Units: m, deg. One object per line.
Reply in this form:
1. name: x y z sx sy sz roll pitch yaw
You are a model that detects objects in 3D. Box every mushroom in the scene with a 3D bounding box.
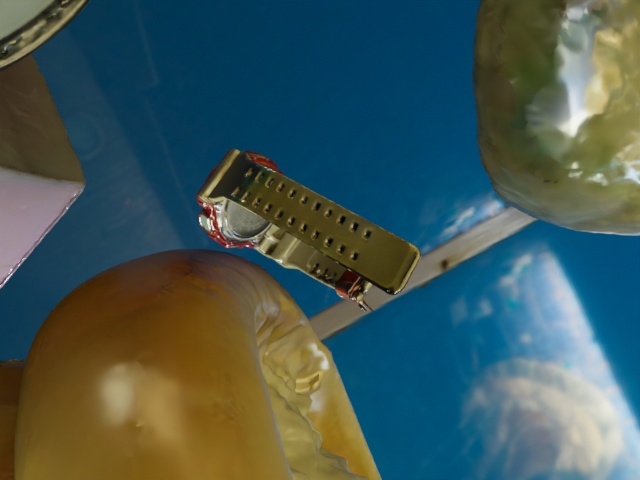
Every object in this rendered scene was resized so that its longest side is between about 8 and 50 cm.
1. mushroom: 0.205 -0.108 0.477 0.212 0.217 0.292 -40 -38 -46

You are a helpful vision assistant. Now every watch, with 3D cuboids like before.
1. watch: -0.003 -0.001 0.919 0.102 0.268 0.165 -55 -31 -8

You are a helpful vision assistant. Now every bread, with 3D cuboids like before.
1. bread: -0.048 0.188 0.484 0.329 0.245 0.424 52 180 13

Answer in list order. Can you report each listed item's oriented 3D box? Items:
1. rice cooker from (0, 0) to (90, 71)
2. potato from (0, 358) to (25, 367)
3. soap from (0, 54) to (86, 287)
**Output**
1. rice cooker: -0.222 -0.200 0.456 0.280 0.227 0.241 1 -113 1
2. potato: -0.414 0.351 1.221 0.442 0.385 0.319 -50 -52 -5
3. soap: -0.318 -0.049 0.651 0.107 0.296 0.285 12 -139 -52
